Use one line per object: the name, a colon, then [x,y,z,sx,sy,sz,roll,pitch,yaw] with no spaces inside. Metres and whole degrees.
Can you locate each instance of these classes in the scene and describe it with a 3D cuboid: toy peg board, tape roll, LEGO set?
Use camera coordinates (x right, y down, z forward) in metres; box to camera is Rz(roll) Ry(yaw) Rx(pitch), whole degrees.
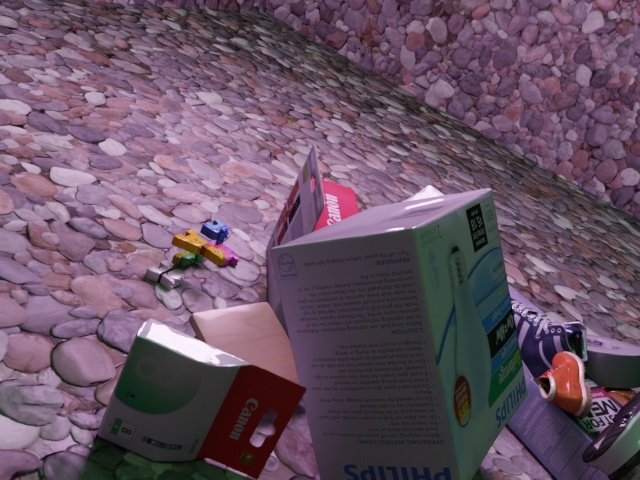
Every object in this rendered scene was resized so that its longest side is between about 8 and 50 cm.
toy peg board: [-0.126,0.194,1.196,0.161,0.079,0.161,-5,54,-46]
tape roll: [0.578,0.252,1.594,0.219,0.072,0.219,8,4,-1]
LEGO set: [-0.213,0.027,1.403,0.093,0.087,0.227,32,27,16]

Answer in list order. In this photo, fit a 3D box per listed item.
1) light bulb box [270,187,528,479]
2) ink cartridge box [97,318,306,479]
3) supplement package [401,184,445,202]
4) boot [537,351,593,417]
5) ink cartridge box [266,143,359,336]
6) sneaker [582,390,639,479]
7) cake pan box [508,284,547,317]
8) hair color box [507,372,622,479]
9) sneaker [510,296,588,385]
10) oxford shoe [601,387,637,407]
light bulb box: [0.138,0.135,1.129,0.225,0.361,0.358,-8,9,31]
ink cartridge box: [-0.157,0.223,0.965,0.224,0.181,0.056,26,26,-2]
supplement package: [0.207,0.033,1.565,0.194,0.203,0.149,-32,57,-33]
boot: [0.428,0.244,1.335,0.084,0.059,0.158,18,26,-2]
ink cartridge box: [0.000,0.000,1.430,0.130,0.272,0.309,18,26,-14]
sneaker: [0.628,0.351,1.231,0.447,0.169,0.257,-19,58,-46]
cake pan box: [0.362,0.139,1.731,0.266,0.070,0.245,-5,37,-48]
hair color box: [0.523,0.403,1.307,0.185,0.114,0.374,3,34,-39]
sneaker: [0.431,0.166,1.521,0.099,0.153,0.282,-4,56,-45]
oxford shoe: [0.607,0.325,1.482,0.212,0.076,0.076,-77,145,-86]
